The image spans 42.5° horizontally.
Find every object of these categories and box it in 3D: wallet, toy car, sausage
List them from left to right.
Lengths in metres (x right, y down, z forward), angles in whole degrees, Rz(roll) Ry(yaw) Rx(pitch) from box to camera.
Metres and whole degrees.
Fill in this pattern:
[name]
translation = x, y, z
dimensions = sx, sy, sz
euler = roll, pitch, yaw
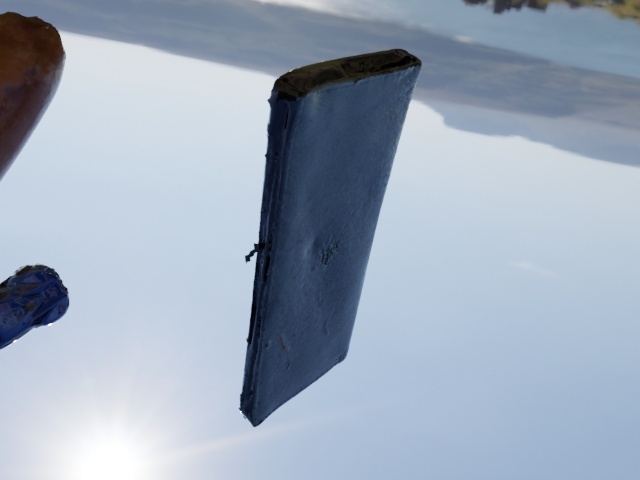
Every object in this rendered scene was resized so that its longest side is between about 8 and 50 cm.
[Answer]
[sausage]
translation = -0.236, -0.063, 0.532
dimensions = 0.076, 0.197, 0.076
euler = 32, 174, 4
[toy car]
translation = -0.488, 0.118, 1.257
dimensions = 0.216, 0.103, 0.063
euler = -33, -161, -26
[wallet]
translation = 0.000, 0.000, 0.817
dimensions = 0.046, 0.379, 0.190
euler = 29, -145, 27
